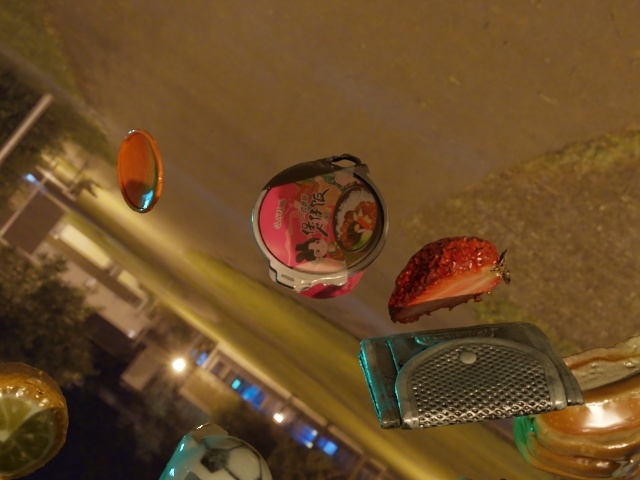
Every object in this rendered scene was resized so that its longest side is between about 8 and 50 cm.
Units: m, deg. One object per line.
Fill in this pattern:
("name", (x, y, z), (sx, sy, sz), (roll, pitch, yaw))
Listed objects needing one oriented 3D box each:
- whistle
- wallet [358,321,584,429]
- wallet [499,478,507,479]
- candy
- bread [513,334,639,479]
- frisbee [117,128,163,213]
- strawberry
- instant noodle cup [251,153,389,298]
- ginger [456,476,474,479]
("whistle", (-0.135, 0.333, 1.324), (0.163, 0.163, 0.290), (35, 178, 6))
("wallet", (0.250, 0.221, 1.678), (0.237, 0.342, 0.075), (-105, 12, -61))
("wallet", (0.327, 0.492, 1.673), (0.244, 0.124, 0.025), (43, -167, -33))
("candy", (-0.654, 0.377, 2.047), (0.260, 0.260, 0.118), (43, -177, -33))
("bread", (0.521, 0.348, 1.843), (0.341, 0.300, 0.210), (90, 169, -59))
("frisbee", (-0.401, -0.157, 2.221), (0.035, 0.192, 0.192), (-5, -158, -40))
("strawberry", (0.232, 0.056, 1.853), (0.175, 0.235, 0.107), (83, 173, -57))
("instant noodle cup", (0.000, 0.000, 1.895), (0.258, 0.302, 0.182), (32, 157, 16))
("ginger", (0.189, 0.396, 1.270), (0.051, 0.069, 0.173), (-146, 41, -73))
